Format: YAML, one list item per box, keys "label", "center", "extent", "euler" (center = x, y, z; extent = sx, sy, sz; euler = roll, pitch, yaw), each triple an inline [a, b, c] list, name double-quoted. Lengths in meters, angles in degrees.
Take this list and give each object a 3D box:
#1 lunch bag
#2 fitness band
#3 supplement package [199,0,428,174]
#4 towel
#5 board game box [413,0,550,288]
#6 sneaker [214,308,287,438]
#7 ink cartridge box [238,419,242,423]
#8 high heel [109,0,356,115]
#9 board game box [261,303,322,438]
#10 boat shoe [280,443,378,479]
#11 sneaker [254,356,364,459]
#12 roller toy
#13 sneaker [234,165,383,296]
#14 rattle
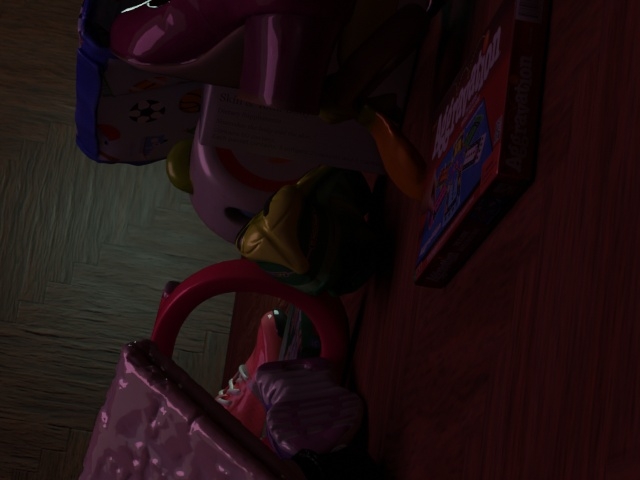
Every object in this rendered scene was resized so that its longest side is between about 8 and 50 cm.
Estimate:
- label: "lunch bag"
  center: [-0.156, -0.281, 2.378]
  extent: [0.385, 0.239, 0.328]
  euler: [-36, -14, -19]
- label: "fitness band"
  center: [-0.081, 0.135, 1.963]
  extent: [0.054, 0.209, 0.291]
  euler: [-84, 7, -52]
- label: "supplement package"
  center: [-0.005, -0.237, 1.873]
  extent: [0.198, 0.199, 0.263]
  euler: [-94, 15, -63]
- label: "towel"
  center: [-0.103, 0.300, 1.571]
  extent: [0.053, 0.317, 0.332]
  euler: [-14, -47, -48]
- label: "board game box"
  center: [0.113, -0.070, 1.336]
  extent: [0.281, 0.027, 0.145]
  euler: [117, 162, -72]
- label: "sneaker"
  center: [-0.109, 0.240, 2.421]
  extent: [0.116, 0.136, 0.314]
  euler: [-117, 37, -78]
- label: "ink cartridge box"
  center: [-0.080, 0.323, 1.678]
  extent: [0.186, 0.065, 0.311]
  euler: [158, 99, -70]
- label: "high heel"
  center: [-0.079, -0.227, 1.666]
  extent: [0.377, 0.127, 0.181]
  euler: [21, 102, 54]
- label: "board game box"
  center: [-0.032, 0.212, 2.173]
  extent: [0.213, 0.046, 0.317]
  euler: [-91, 11, -63]
- label: "boat shoe"
  center: [-0.012, 0.283, 1.690]
  extent: [0.302, 0.091, 0.114]
  euler: [112, 138, -59]
- label: "sneaker"
  center: [-0.009, 0.193, 1.814]
  extent: [0.236, 0.095, 0.105]
  euler: [-120, 27, -76]
- label: "roller toy"
  center: [-0.065, -0.100, 2.291]
  extent: [0.209, 0.191, 0.146]
  euler: [-36, -15, -23]
- label: "sneaker"
  center: [0.000, 0.000, 1.845]
  extent: [0.109, 0.123, 0.295]
  euler: [-44, -1, 18]
- label: "rattle"
  center: [0.096, -0.148, 1.629]
  extent: [0.199, 0.142, 0.130]
  euler: [-41, -22, -47]
